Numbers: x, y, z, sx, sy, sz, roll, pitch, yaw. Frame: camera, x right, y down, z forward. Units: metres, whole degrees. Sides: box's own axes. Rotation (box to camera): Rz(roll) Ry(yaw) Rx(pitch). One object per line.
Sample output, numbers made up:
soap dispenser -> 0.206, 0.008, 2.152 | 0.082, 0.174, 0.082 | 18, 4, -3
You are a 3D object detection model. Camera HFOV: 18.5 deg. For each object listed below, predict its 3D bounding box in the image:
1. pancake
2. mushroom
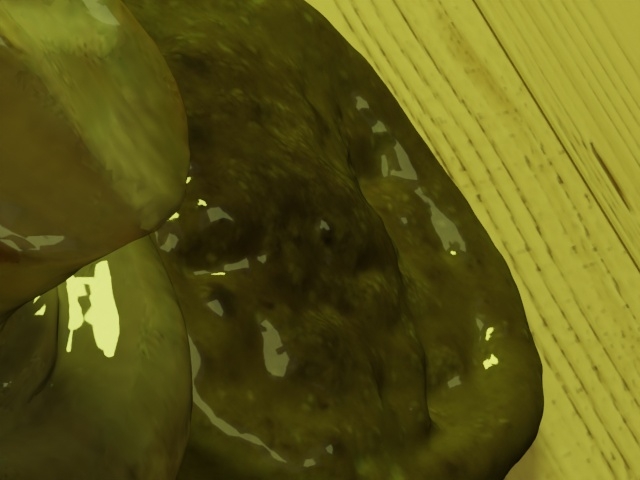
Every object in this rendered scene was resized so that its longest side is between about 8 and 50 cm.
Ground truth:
pancake -> 0.000, 0.000, 0.714 | 0.242, 0.050, 0.242 | 27, 44, -29
mushroom -> -0.111, 0.005, 0.470 | 0.204, 0.204, 0.204 | 27, 43, -29
